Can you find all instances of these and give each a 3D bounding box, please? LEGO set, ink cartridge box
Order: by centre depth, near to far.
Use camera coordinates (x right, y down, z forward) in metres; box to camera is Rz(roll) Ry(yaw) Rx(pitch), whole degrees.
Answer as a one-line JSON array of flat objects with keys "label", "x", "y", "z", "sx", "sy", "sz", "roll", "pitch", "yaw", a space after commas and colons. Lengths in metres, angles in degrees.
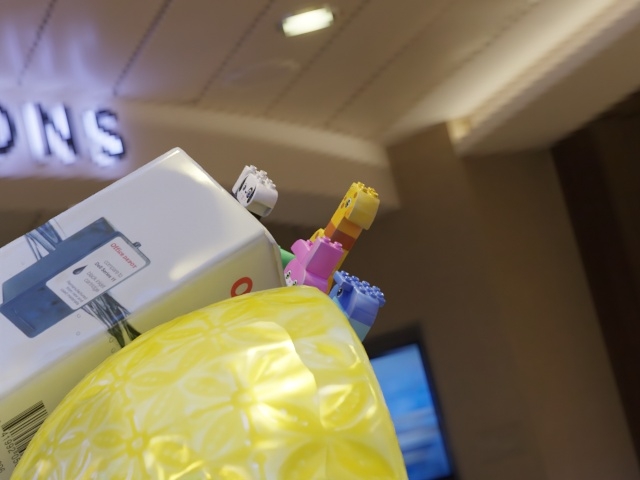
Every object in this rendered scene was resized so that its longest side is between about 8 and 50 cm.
[{"label": "ink cartridge box", "x": -0.119, "y": 0.071, "z": 0.790, "sx": 0.208, "sy": 0.087, "sz": 0.153, "roll": -31, "pitch": -37, "yaw": -19}, {"label": "LEGO set", "x": 0.000, "y": 0.000, "z": 1.159, "sx": 0.087, "sy": 0.093, "sz": 0.227, "roll": 26, "pitch": 13, "yaw": -24}]

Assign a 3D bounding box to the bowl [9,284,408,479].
[{"label": "bowl", "x": -0.072, "y": 0.165, "z": 0.625, "sx": 0.156, "sy": 0.289, "sz": 0.289, "roll": -2, "pitch": -13, "yaw": -15}]
